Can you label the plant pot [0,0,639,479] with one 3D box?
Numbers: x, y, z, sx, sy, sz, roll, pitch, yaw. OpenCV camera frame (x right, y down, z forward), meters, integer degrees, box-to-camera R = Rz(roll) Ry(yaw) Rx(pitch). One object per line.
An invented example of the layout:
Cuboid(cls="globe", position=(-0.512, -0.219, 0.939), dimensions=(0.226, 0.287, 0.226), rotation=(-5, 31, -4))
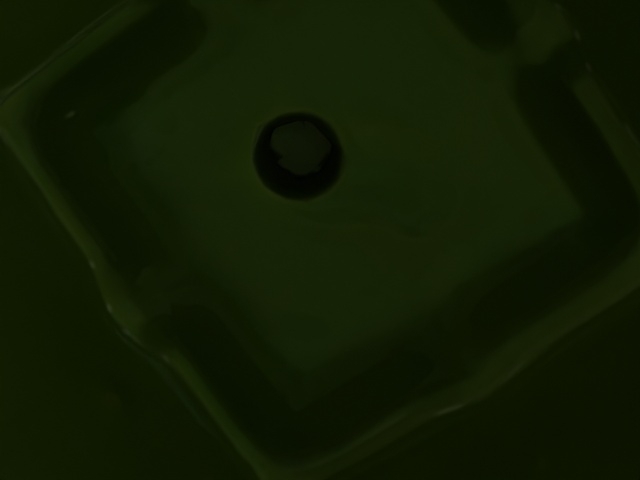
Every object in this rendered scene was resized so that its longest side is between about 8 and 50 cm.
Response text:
Cuboid(cls="plant pot", position=(0.000, 0.000, 0.363), dimensions=(0.228, 0.227, 0.207), rotation=(54, 11, -10))
